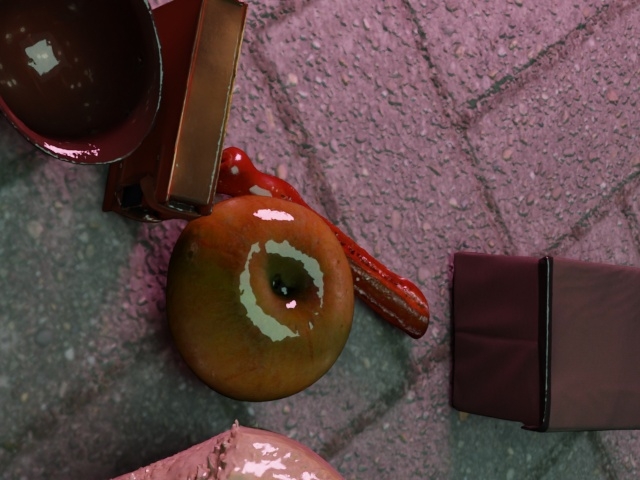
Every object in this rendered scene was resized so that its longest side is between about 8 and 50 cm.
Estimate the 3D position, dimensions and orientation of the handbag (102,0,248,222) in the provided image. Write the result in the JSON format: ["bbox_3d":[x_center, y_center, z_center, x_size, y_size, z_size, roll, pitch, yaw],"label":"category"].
[{"bbox_3d":[-0.127,-0.110,1.020,0.062,0.127,0.190,16,78,-34],"label":"handbag"}]

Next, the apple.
[{"bbox_3d":[-0.057,0.053,1.053,0.182,0.155,0.182,4,80,-23],"label":"apple"}]

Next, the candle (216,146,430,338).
[{"bbox_3d":[0.000,0.000,1.160,0.329,0.048,0.051,38,80,-30],"label":"candle"}]

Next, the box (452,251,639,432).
[{"bbox_3d":[0.275,0.111,1.295,0.252,0.153,0.188,4,88,-37],"label":"box"}]

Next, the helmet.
[{"bbox_3d":[-0.214,-0.144,0.967,0.155,0.106,0.175,-42,110,-25],"label":"helmet"}]

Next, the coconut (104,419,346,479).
[{"bbox_3d":[-0.081,0.293,0.938,0.297,0.309,0.297,1,80,-6],"label":"coconut"}]
